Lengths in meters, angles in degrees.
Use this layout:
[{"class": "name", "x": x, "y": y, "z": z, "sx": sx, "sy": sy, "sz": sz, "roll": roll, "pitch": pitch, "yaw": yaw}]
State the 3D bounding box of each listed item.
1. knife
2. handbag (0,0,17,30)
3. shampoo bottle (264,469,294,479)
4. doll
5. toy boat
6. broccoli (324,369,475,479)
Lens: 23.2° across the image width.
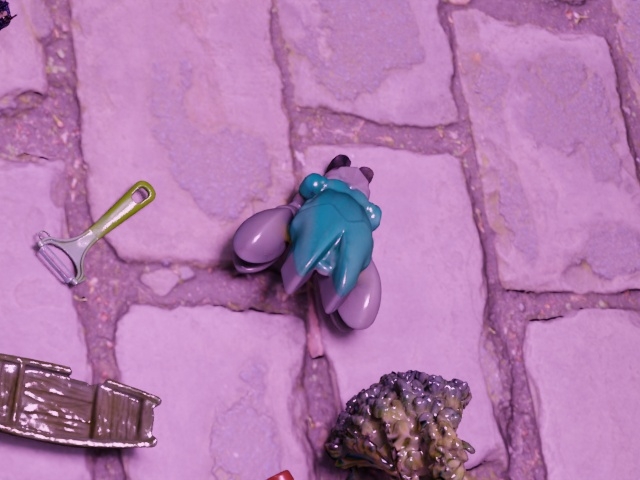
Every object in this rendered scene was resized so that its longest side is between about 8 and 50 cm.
[{"class": "knife", "x": -0.263, "y": -0.018, "z": 1.861, "sx": 0.078, "sy": 0.022, "sz": 0.166, "roll": 51, "pitch": 58, "yaw": -7}, {"class": "handbag", "x": -0.474, "y": -0.309, "z": 1.803, "sx": 0.229, "sy": 0.126, "sz": 0.208, "roll": 51, "pitch": 24, "yaw": -9}, {"class": "shampoo bottle", "x": 0.000, "y": 0.380, "z": 1.789, "sx": 0.085, "sy": 0.085, "sz": 0.244, "roll": -23, "pitch": 78, "yaw": -31}, {"class": "doll", "x": 0.017, "y": 0.012, "z": 1.931, "sx": 0.195, "sy": 0.153, "sz": 0.258, "roll": 40, "pitch": 38, "yaw": 16}, {"class": "toy boat", "x": -0.322, "y": 0.176, "z": 1.727, "sx": 0.293, "sy": 0.055, "sz": 0.093, "roll": 17, "pitch": 59, "yaw": -23}, {"class": "broccoli", "x": 0.142, "y": 0.278, "z": 1.830, "sx": 0.177, "sy": 0.198, "sz": 0.275, "roll": -29, "pitch": 83, "yaw": -33}]
